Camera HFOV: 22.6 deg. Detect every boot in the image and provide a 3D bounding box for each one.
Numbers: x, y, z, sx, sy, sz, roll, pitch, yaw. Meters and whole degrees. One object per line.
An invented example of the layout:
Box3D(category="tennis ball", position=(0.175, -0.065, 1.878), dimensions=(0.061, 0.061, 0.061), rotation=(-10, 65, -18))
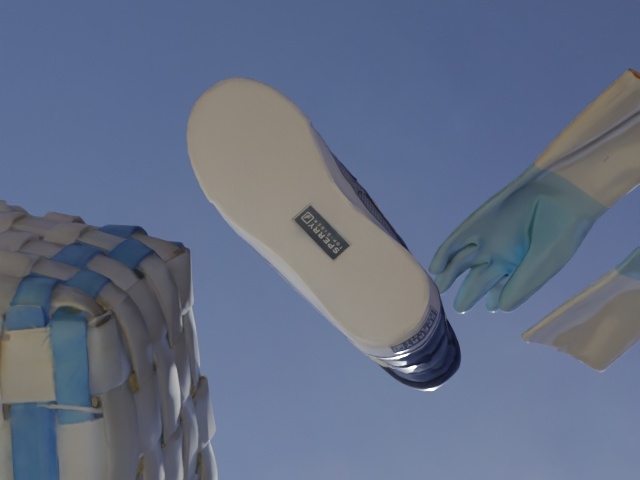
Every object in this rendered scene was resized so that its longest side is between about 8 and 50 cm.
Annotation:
Box3D(category="boot", position=(0.000, 0.000, 0.834), dimensions=(0.190, 0.069, 0.086), rotation=(53, -1, 29))

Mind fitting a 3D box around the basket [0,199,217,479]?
Box3D(category="basket", position=(-0.198, 0.080, 0.617), dimensions=(0.289, 0.255, 0.201), rotation=(2, -81, 8))

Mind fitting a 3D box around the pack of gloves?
Box3D(category="pack of gloves", position=(0.201, 0.010, 1.076), dimensions=(0.232, 0.195, 0.046), rotation=(-45, -146, 34))
